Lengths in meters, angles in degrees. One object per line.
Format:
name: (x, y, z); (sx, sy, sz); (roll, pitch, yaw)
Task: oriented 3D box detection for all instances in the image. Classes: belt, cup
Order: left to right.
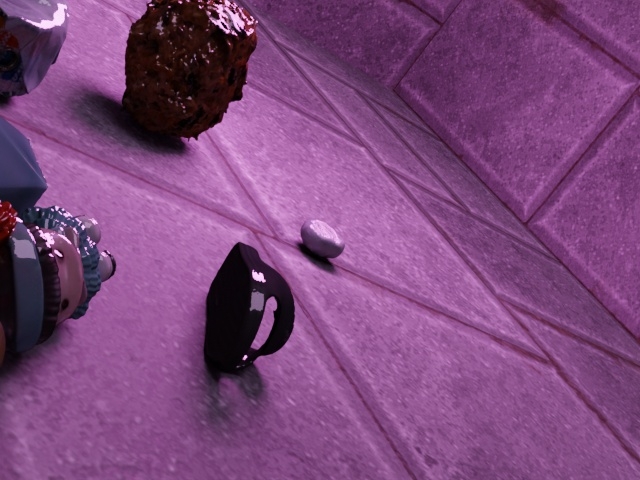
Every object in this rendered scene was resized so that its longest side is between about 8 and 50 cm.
cup: (-0.344, -0.073, 1.038); (0.148, 0.134, 0.235); (39, -4, 6)
belt: (-0.463, -0.310, 1.506); (0.258, 0.150, 0.207); (32, 21, -18)

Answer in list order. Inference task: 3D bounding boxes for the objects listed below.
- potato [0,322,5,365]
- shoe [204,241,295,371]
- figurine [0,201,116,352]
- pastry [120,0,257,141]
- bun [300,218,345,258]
potato: (-0.315, 0.062, 0.754); (0.194, 0.157, 0.157); (37, 15, 9)
shoe: (-0.073, 0.080, 1.323); (0.093, 0.108, 0.241); (29, 13, -16)
figurine: (-0.265, 0.020, 1.039); (0.245, 0.110, 0.137); (-50, 121, -80)
pastry: (-0.226, -0.291, 1.820); (0.193, 0.274, 0.275); (33, 14, 12)
bun: (0.000, 0.000, 1.838); (0.083, 0.045, 0.083); (32, 18, -11)
